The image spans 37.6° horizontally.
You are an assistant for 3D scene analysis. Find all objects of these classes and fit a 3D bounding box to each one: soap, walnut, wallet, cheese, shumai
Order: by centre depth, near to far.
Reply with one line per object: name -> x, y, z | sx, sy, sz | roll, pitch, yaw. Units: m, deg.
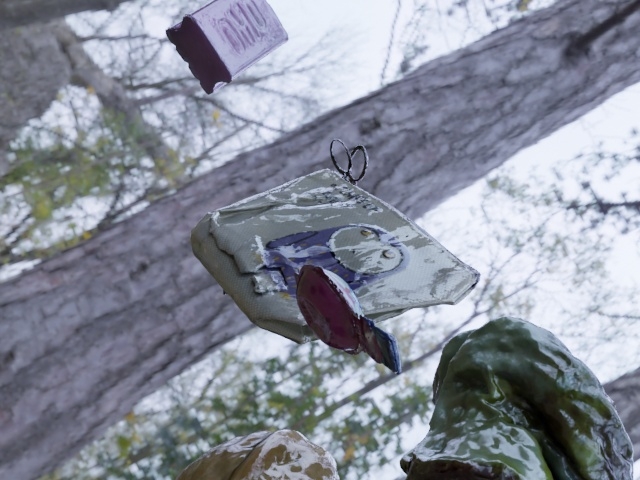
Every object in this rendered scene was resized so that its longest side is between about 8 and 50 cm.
cheese -> 0.020, 0.068, 0.812 | 0.145, 0.038, 0.095 | 34, -32, 46
wallet -> 0.001, 0.002, 1.101 | 0.335, 0.275, 0.068 | 43, -34, 47
shumai -> 0.202, 0.285, 1.146 | 0.309, 0.263, 0.304 | 49, -40, 14
walnut -> -0.083, 0.355, 1.213 | 0.225, 0.261, 0.225 | 5, -78, 25
soap -> -0.143, -0.325, 1.489 | 0.065, 0.203, 0.122 | -24, -74, 37
